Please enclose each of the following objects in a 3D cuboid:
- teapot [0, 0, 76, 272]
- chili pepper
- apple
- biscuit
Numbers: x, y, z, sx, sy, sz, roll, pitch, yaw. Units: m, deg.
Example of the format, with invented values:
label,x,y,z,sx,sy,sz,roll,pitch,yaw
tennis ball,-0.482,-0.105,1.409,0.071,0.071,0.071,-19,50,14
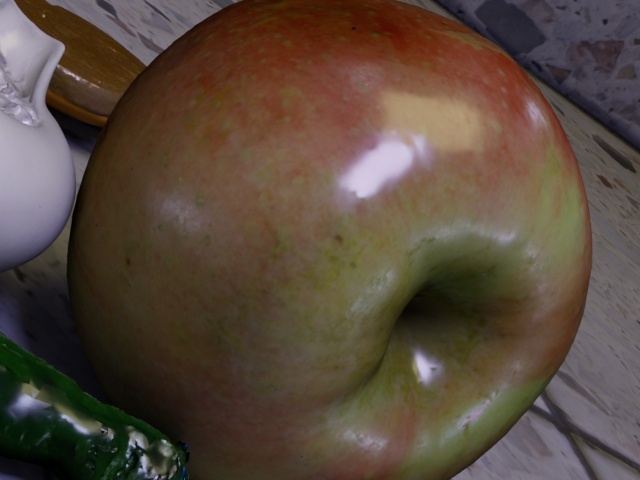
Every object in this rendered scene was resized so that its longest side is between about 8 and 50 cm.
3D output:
label,x,y,z,sx,sy,sz,roll,pitch,yaw
teapot,-0.221,-0.073,1.009,0.208,0.166,0.299,51,-2,-5
chili pepper,-0.170,0.074,0.948,0.224,0.061,0.098,33,5,-19
apple,0.000,0.000,1.091,0.319,0.319,0.277,25,14,-45
biscuit,-0.203,-0.136,1.419,0.170,0.050,0.170,32,15,-9
